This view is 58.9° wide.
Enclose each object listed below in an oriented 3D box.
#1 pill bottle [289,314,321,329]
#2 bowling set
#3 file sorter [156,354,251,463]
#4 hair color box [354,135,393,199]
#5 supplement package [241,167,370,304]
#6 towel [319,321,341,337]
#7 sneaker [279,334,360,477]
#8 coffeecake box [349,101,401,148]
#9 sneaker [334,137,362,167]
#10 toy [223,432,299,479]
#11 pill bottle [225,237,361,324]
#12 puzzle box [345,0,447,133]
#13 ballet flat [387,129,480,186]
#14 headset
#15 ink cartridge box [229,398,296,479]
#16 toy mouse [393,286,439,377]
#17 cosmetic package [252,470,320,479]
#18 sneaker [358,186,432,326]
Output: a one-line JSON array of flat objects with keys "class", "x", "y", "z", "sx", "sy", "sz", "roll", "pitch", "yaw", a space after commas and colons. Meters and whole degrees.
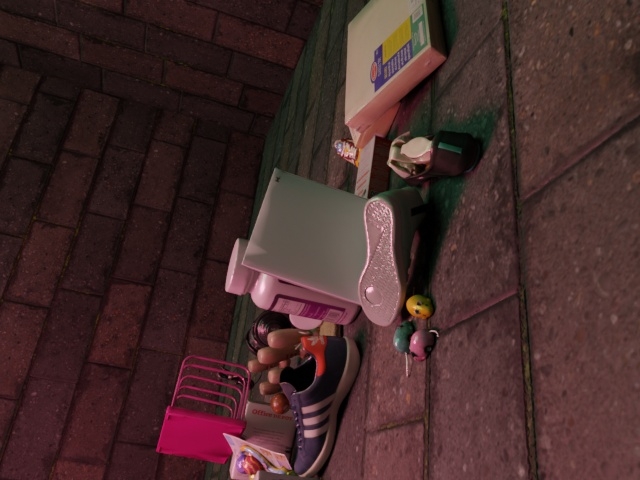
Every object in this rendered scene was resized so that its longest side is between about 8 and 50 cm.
[{"class": "pill bottle", "x": -0.036, "y": 0.140, "z": 1.536, "sx": 0.208, "sy": 0.117, "sz": 0.117, "roll": -90, "pitch": 19, "yaw": -57}, {"class": "bowling set", "x": -0.083, "y": 0.370, "z": 1.550, "sx": 0.287, "sy": 0.154, "sz": 0.200, "roll": 127, "pitch": 135, "yaw": -55}, {"class": "file sorter", "x": -0.320, "y": 0.470, "z": 1.578, "sx": 0.291, "sy": 0.202, "sz": 0.182, "roll": 116, "pitch": 165, "yaw": -47}, {"class": "hair color box", "x": 0.124, "y": -0.151, "z": 1.346, "sx": 0.093, "sy": 0.053, "sz": 0.167, "roll": 140, "pitch": 143, "yaw": -65}, {"class": "supplement package", "x": 0.000, "y": 0.000, "z": 1.157, "sx": 0.145, "sy": 0.262, "sz": 0.204, "roll": 101, "pitch": -172, "yaw": -83}, {"class": "towel", "x": 0.025, "y": 0.242, "z": 1.411, "sx": 0.148, "sy": 0.027, "sz": 0.110, "roll": -88, "pitch": 19, "yaw": -44}, {"class": "sneaker", "x": -0.033, "y": 0.364, "z": 1.268, "sx": 0.131, "sy": 0.148, "sz": 0.350, "roll": -125, "pitch": 50, "yaw": -72}, {"class": "coffeecake box", "x": 0.131, "y": -0.330, "z": 1.454, "sx": 0.185, "sy": 0.068, "sz": 0.142, "roll": -98, "pitch": 27, "yaw": -57}, {"class": "sneaker", "x": 0.086, "y": -0.233, "z": 1.509, "sx": 0.185, "sy": 0.084, "sz": 0.069, "roll": -126, "pitch": 51, "yaw": -73}, {"class": "toy", "x": -0.152, "y": 0.560, "z": 1.388, "sx": 0.237, "sy": 0.137, "sz": 0.056, "roll": -4, "pitch": 28, "yaw": 42}, {"class": "pill bottle", "x": -0.059, "y": 0.087, "z": 1.315, "sx": 0.169, "sy": 0.301, "sz": 0.169, "roll": -166, "pitch": 90, "yaw": -76}, {"class": "puzzle box", "x": 0.164, "y": -0.473, "z": 1.335, "sx": 0.272, "sy": 0.052, "sz": 0.409, "roll": -36, "pitch": 38, "yaw": 41}, {"class": "ballet flat", "x": 0.183, "y": -0.158, "z": 1.029, "sx": 0.280, "sy": 0.096, "sz": 0.095, "roll": 177, "pitch": 106, "yaw": -76}, {"class": "headset", "x": -0.198, "y": 0.305, "z": 1.901, "sx": 0.243, "sy": 0.185, "sz": 0.394, "roll": 127, "pitch": 165, "yaw": -59}, {"class": "ink cartridge box", "x": -0.156, "y": 0.555, "z": 1.568, "sx": 0.086, "sy": 0.148, "sz": 0.203, "roll": 149, "pitch": 134, "yaw": -76}, {"class": "toy mouse", "x": 0.154, "y": 0.164, "z": 0.964, "sx": 0.161, "sy": 0.031, "sz": 0.143, "roll": -136, "pitch": 61, "yaw": -74}, {"class": "cosmetic package", "x": -0.094, "y": 0.628, "z": 1.245, "sx": 0.151, "sy": 0.151, "sz": 0.184, "roll": -94, "pitch": 24, "yaw": -52}, {"class": "sneaker", "x": 0.146, "y": 0.026, "z": 1.049, "sx": 0.151, "sy": 0.094, "sz": 0.256, "roll": -26, "pitch": -56, "yaw": -50}]
